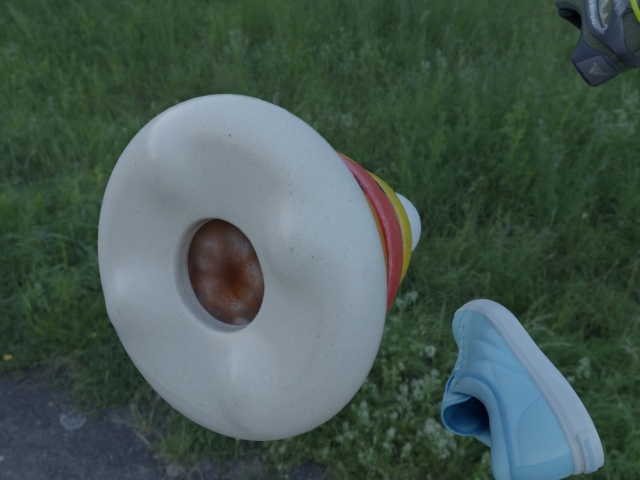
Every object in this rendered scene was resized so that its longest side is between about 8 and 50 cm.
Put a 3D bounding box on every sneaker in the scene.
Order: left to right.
[{"bbox_3d":[0.226,0.192,0.776,0.150,0.135,0.366,-16,15,-1],"label":"sneaker"},{"bbox_3d":[0.287,-0.272,0.534,0.111,0.121,0.300,31,53,-16],"label":"sneaker"}]

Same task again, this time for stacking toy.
[{"bbox_3d":[0.000,0.000,0.724,0.350,0.351,0.480,12,16,28],"label":"stacking toy"}]
